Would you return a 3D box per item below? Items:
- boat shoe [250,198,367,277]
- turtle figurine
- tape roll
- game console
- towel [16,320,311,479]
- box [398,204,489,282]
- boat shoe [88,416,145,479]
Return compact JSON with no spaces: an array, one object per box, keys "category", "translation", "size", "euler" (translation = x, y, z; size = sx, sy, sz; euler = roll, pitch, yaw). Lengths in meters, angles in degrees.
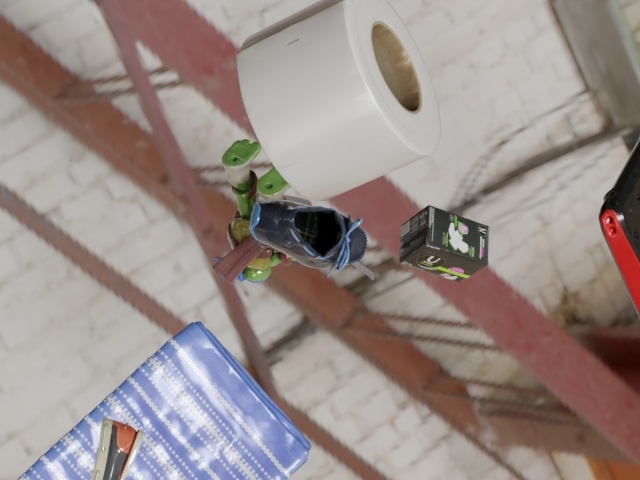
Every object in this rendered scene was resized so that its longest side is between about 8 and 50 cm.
[{"category":"boat shoe","translation":[0.000,0.000,2.098],"size":[0.089,0.109,0.258],"euler":[3,178,36]},{"category":"turtle figurine","translation":[-0.064,-0.056,2.409],"size":[0.275,0.266,0.198],"euler":[-10,-129,-3]},{"category":"tape roll","translation":[0.029,-0.193,1.845],"size":[0.169,0.246,0.246],"euler":[-22,-164,24]},{"category":"game console","translation":[0.500,-0.014,1.891],"size":[0.060,0.342,0.386],"euler":[-12,-150,40]},{"category":"towel","translation":[-0.195,0.292,1.763],"size":[0.336,0.243,0.040],"euler":[-43,-171,-22]},{"category":"box","translation":[0.140,0.005,1.587],"size":[0.062,0.083,0.052],"euler":[-39,-141,52]},{"category":"boat shoe","translation":[-0.210,0.236,1.329],"size":[0.049,0.043,0.137],"euler":[143,-31,-76]}]
